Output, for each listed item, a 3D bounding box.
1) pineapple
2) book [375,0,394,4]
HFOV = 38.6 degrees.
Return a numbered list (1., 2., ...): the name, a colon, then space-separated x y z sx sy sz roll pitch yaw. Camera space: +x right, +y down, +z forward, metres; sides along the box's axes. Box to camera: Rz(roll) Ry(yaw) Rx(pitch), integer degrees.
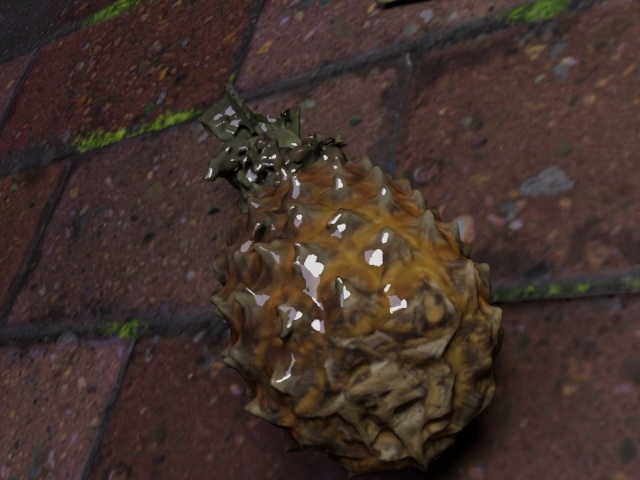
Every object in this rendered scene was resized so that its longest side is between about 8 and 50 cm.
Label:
1. pineapple: 0.000 0.000 0.628 0.175 0.175 0.361 -43 27 10
2. book: 0.161 -0.283 0.780 0.232 0.022 0.162 2 60 45
